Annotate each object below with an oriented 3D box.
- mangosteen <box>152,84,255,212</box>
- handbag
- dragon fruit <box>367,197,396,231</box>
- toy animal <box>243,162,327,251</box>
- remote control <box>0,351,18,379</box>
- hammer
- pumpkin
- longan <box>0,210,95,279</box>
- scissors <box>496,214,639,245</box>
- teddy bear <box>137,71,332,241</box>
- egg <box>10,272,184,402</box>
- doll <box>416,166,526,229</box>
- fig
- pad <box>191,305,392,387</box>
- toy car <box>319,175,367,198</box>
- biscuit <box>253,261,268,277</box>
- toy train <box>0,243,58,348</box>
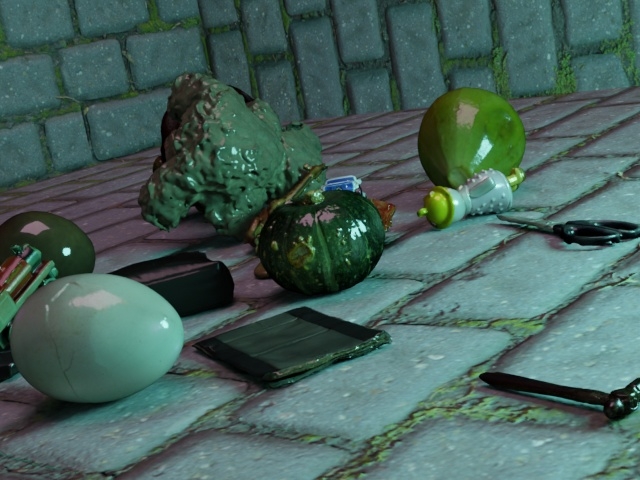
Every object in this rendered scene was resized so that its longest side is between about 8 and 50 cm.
[{"bbox_3d":[-0.232,-0.199,2.261,0.293,0.297,0.297,-20,13,-6],"label":"mangosteen"},{"bbox_3d":[-0.268,0.068,1.559,0.246,0.080,0.223,-14,12,-18],"label":"handbag"},{"bbox_3d":[0.072,-0.021,1.708,0.106,0.083,0.162,4,-14,-28],"label":"dragon fruit"},{"bbox_3d":[-0.065,-0.061,1.890,0.149,0.054,0.275,-39,9,26],"label":"toy animal"},{"bbox_3d":[-0.511,0.180,1.391,0.245,0.025,0.063,-7,17,15],"label":"remote control"},{"bbox_3d":[0.225,0.141,0.975,0.065,0.021,0.178,-20,13,-38],"label":"hammer"},{"bbox_3d":[0.002,0.000,1.491,0.190,0.146,0.190,-29,20,11],"label":"pumpkin"},{"bbox_3d":[-0.476,0.033,1.723,0.189,0.189,0.189,-10,12,2],"label":"longan"},{"bbox_3d":[0.364,-0.021,1.582,0.109,0.022,0.300,-12,11,-26],"label":"scissors"},{"bbox_3d":[-0.143,-0.143,2.029,0.367,0.357,0.224,28,-37,-30],"label":"teddy bear"},{"bbox_3d":[-0.258,0.112,1.187,0.209,0.151,0.151,-5,13,18],"label":"egg"},{"bbox_3d":[0.258,-0.073,1.765,0.207,0.081,0.129,-18,-17,-19],"label":"doll"},{"bbox_3d":[0.291,-0.175,1.937,0.207,0.207,0.230,-12,36,-9],"label":"fig"},{"bbox_3d":[-0.041,0.126,1.260,0.174,0.022,0.233,-18,13,-27],"label":"pad"},{"bbox_3d":[0.045,-0.081,1.931,0.080,0.070,0.170,-9,-9,8],"label":"toy car"},{"bbox_3d":[-0.066,0.035,1.688,0.071,0.018,0.147,-10,13,14],"label":"biscuit"},{"bbox_3d":[-0.457,0.080,1.508,0.074,0.118,0.176,2,42,29],"label":"toy train"}]
